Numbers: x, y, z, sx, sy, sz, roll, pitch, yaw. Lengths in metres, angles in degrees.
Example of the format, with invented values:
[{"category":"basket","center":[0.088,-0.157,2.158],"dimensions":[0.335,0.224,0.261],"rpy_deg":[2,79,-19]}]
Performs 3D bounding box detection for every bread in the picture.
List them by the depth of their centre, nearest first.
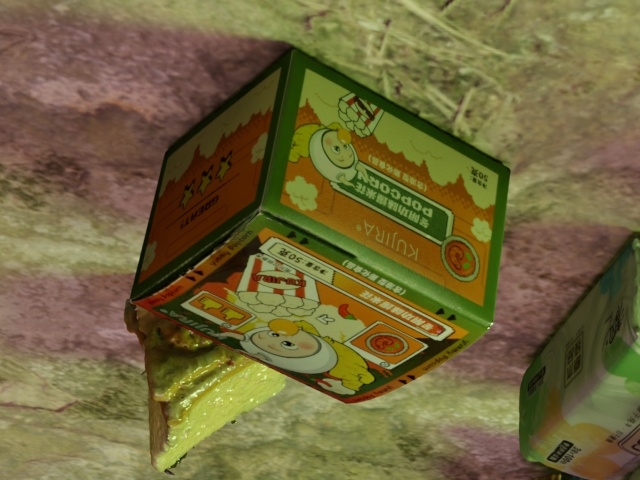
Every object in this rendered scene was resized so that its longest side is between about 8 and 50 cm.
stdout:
[{"category":"bread","center":[-0.086,0.112,1.542],"dimensions":[0.152,0.127,0.147],"rpy_deg":[-4,148,-10]}]

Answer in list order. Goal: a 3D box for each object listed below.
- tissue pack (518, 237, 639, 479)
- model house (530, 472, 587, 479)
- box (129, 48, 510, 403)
[{"category":"tissue pack","center":[0.262,0.128,1.421],"dimensions":[0.159,0.145,0.229],"rpy_deg":[17,146,-9]},{"category":"model house","center":[0.237,0.236,1.637],"dimensions":[0.149,0.119,0.148],"rpy_deg":[36,141,-18]},{"category":"box","center":[0.000,0.000,1.297],"dimensions":[0.195,0.148,0.177],"rpy_deg":[28,144,-25]}]
